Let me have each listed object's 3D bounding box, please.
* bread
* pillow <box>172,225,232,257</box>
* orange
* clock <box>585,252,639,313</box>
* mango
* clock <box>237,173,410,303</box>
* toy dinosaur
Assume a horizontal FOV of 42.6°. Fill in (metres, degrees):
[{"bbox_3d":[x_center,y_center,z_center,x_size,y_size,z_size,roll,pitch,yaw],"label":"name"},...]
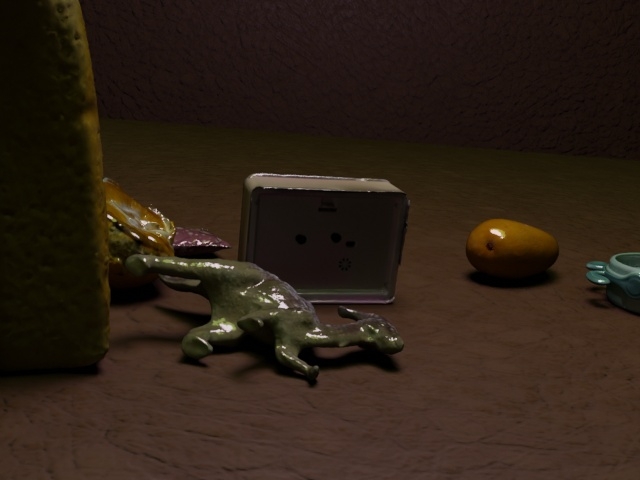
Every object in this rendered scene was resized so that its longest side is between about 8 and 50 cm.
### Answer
[{"bbox_3d":[-0.313,-0.076,0.741,0.233,0.361,0.245,0,16,-19],"label":"bread"},{"bbox_3d":[-0.222,0.004,1.130,0.185,0.043,0.118,1,10,-27],"label":"pillow"},{"bbox_3d":[-0.247,-0.001,0.975,0.160,0.112,0.170,44,23,21],"label":"orange"},{"bbox_3d":[0.450,0.058,1.095,0.189,0.060,0.148,9,14,19],"label":"clock"},{"bbox_3d":[0.282,0.015,1.182,0.184,0.084,0.102,6,4,-45],"label":"mango"},{"bbox_3d":[0.000,0.000,0.993,0.192,0.146,0.071,1,18,-16],"label":"clock"},{"bbox_3d":[-0.065,0.073,0.827,0.294,0.077,0.162,25,15,19],"label":"toy dinosaur"}]
